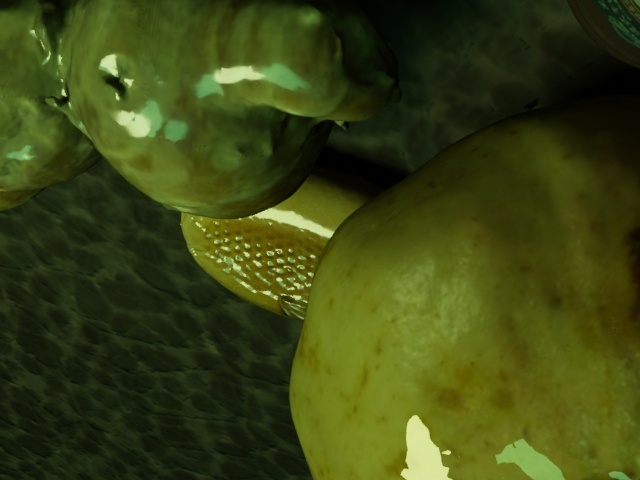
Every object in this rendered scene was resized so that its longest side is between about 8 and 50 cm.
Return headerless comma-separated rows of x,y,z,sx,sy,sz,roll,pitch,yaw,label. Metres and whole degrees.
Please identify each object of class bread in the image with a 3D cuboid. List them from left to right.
0.000,0.000,1.083,0.189,0.077,0.114,14,124,16,bread

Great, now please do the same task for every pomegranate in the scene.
0.141,0.077,0.902,0.342,0.342,0.342,18,143,14,pomegranate

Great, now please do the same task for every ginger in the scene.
-0.123,-0.101,0.974,0.375,0.176,0.256,5,156,28,ginger

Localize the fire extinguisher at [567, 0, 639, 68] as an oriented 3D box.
0.168,-0.138,0.688,0.135,0.114,0.337,43,175,-4,fire extinguisher
